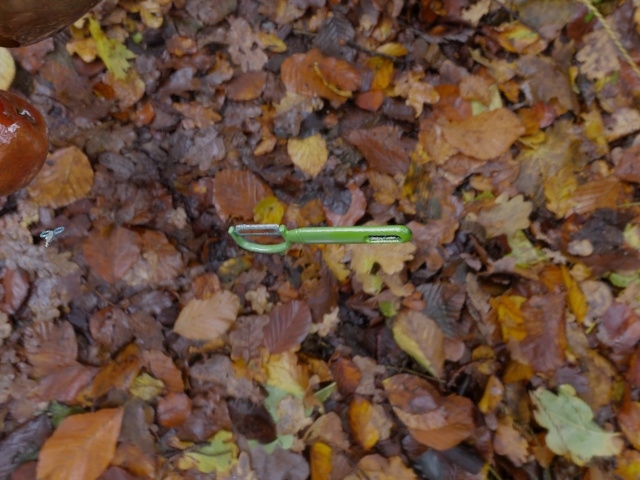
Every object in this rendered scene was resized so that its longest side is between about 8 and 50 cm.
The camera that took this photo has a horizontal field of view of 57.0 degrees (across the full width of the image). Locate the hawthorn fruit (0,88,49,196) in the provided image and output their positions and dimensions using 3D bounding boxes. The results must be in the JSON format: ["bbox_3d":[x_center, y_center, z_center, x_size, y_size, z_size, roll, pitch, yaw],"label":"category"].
[{"bbox_3d":[-0.533,-0.159,0.951,0.189,0.189,0.189,3,68,-7],"label":"hawthorn fruit"}]

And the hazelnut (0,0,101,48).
[{"bbox_3d":[-0.433,-0.417,0.732,0.372,0.372,0.315,12,69,-3],"label":"hazelnut"}]

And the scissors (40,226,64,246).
[{"bbox_3d":[-0.637,-0.008,1.394,0.058,0.119,0.014,-16,112,-13],"label":"scissors"}]

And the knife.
[{"bbox_3d":[0.000,0.001,0.654,0.212,0.054,0.015,-2,50,23],"label":"knife"}]
